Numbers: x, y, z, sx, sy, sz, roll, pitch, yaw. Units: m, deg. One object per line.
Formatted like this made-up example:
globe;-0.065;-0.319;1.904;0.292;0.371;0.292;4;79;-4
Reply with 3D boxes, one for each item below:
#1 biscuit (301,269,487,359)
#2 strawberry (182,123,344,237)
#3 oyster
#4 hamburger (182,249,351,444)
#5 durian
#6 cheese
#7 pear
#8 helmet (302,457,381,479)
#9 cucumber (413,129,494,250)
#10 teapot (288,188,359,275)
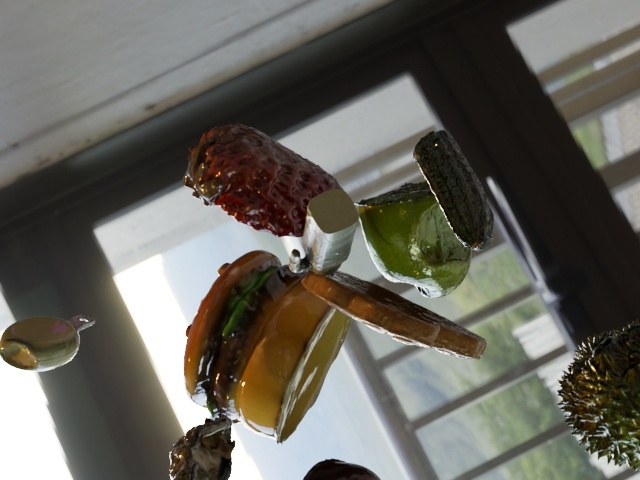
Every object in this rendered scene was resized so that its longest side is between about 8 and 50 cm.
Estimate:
biscuit;0.121;0.130;1.948;0.351;0.057;0.312;25;-175;28
strawberry;-0.081;-0.110;1.987;0.336;0.149;0.265;17;-168;-25
oyster;-0.161;0.325;1.483;0.345;0.078;0.129;-82;-31;-75
hamburger;-0.131;0.218;2.285;0.277;0.396;0.396;23;163;15
durian;0.503;0.233;1.652;0.225;0.291;0.291;63;176;5
cheese;-0.506;0.181;2.047;0.227;0.137;0.065;-33;-44;-62
pear;0.214;0.007;2.320;0.164;0.238;0.256;7;109;50
helmet;0.053;0.433;1.718;0.106;0.155;0.175;-20;69;51
cucumber;0.210;-0.078;1.654;0.077;0.077;0.265;68;179;-48
teapot;0.000;0.000;1.789;0.077;0.107;0.200;58;164;18
